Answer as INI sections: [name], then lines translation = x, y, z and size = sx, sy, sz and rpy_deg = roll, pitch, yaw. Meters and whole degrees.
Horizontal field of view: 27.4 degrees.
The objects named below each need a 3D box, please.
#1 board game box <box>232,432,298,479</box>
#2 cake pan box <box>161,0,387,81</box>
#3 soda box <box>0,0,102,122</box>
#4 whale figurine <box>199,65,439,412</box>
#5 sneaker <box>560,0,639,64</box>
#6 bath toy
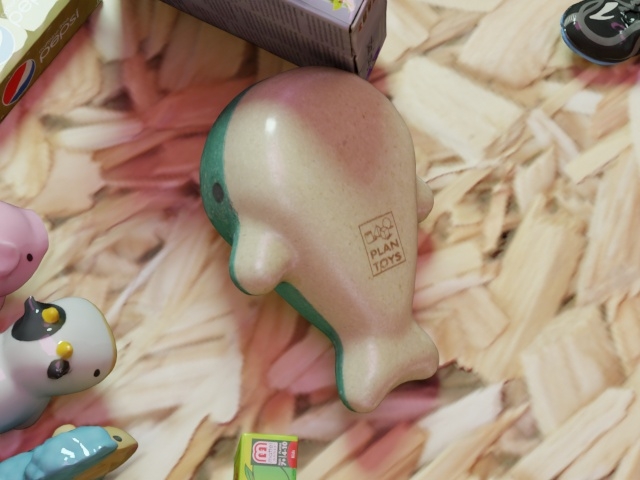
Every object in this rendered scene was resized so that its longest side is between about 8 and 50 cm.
[board game box]
translation = -0.046, 0.241, 0.967
size = 0.043, 0.092, 0.181
rpy_deg = 4, 70, -5
[cake pan box]
translation = -0.066, -0.213, 1.044
size = 0.245, 0.267, 0.070
rpy_deg = 28, 88, 6
[soda box]
translation = -0.257, -0.170, 1.103
size = 0.058, 0.061, 0.181
rpy_deg = 32, 69, 5
[whale figurine]
translation = 0.000, 0.000, 1.054
size = 0.216, 0.141, 0.272
rpy_deg = -26, 98, -41
[sneaker]
translation = 0.307, -0.201, 1.186
size = 0.188, 0.078, 0.067
rpy_deg = -2, 70, -8
[bath toy]
translation = -0.263, 0.030, 0.995
size = 0.151, 0.129, 0.348
rpy_deg = -26, 75, -16
